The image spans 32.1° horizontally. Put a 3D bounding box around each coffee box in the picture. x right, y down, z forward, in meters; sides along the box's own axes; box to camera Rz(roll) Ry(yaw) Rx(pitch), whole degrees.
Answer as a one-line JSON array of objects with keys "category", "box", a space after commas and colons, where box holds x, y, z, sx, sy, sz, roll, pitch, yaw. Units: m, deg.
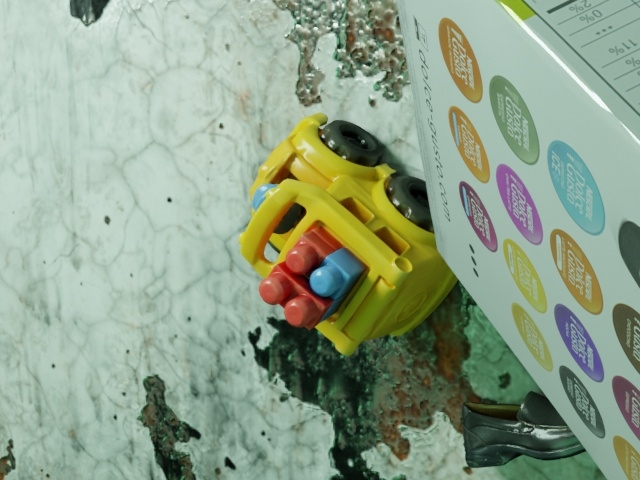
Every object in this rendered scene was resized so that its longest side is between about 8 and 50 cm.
[{"category": "coffee box", "box": [0.274, -0.063, 0.655, 0.334, 0.338, 0.338, 58, 170, 40]}]

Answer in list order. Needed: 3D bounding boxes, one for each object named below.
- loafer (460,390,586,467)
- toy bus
[{"category": "loafer", "box": [0.206, 0.173, 1.052, 0.170, 0.062, 0.061, -16, 89, 31]}, {"category": "toy bus", "box": [0.000, 0.000, 1.039, 0.220, 0.211, 0.149, 42, 121, 16]}]
